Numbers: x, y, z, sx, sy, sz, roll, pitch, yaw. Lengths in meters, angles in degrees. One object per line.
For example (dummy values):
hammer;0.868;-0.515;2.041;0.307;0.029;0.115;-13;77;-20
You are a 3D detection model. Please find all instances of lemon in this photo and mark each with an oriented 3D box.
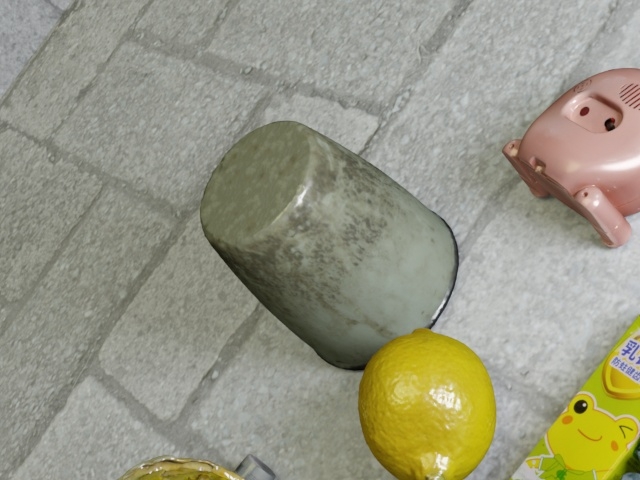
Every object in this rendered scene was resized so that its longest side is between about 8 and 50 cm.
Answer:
lemon;0.142;0.225;1.599;0.186;0.187;0.244;-26;50;26

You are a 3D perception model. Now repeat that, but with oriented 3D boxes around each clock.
clock;0.407;-0.148;1.681;0.241;0.142;0.227;-45;40;0

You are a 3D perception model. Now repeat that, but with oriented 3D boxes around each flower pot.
flower pot;0.000;0.000;1.793;0.293;0.330;0.294;-24;48;29

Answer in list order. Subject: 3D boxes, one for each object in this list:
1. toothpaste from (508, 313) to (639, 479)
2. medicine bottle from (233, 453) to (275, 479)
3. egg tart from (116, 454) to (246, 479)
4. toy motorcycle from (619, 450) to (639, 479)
toothpaste;0.369;0.226;1.471;0.327;0.077;0.110;-51;39;-1
medicine bottle;-0.150;0.419;1.817;0.199;0.057;0.057;-52;40;-2
egg tart;-0.159;0.438;1.603;0.132;0.345;0.345;-49;31;46
toy motorcycle;0.426;0.326;1.312;0.173;0.108;0.307;-41;48;13
